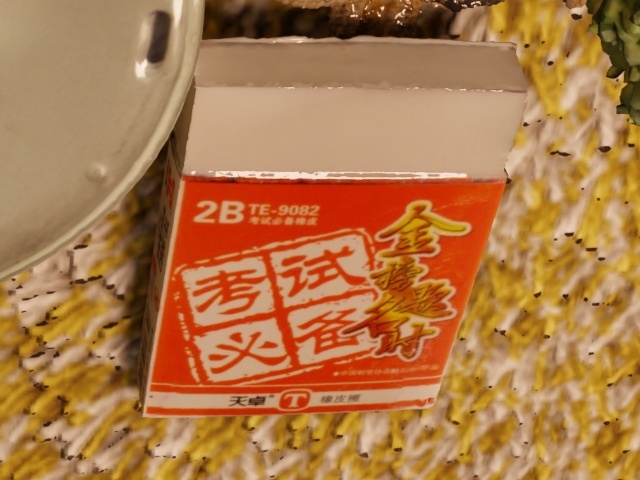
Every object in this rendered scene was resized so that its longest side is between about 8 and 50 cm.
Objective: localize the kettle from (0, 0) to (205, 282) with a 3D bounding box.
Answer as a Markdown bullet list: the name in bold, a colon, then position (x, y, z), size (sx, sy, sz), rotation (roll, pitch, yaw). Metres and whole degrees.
- **kettle**: position (-0.155, -0.122, 0.668), size (0.205, 0.318, 0.265), rotation (-25, 127, 2)

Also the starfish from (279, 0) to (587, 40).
- **starfish**: position (0.030, -0.125, 0.880), size (0.213, 0.057, 0.238), rotation (-5, 135, -18)

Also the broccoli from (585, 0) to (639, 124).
- **broccoli**: position (0.230, -0.167, 0.798), size (0.375, 0.249, 0.302), rotation (-38, 160, -29)

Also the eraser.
- **eraser**: position (0.000, 0.000, 0.935), size (0.157, 0.038, 0.230), rotation (0, 136, -14)
